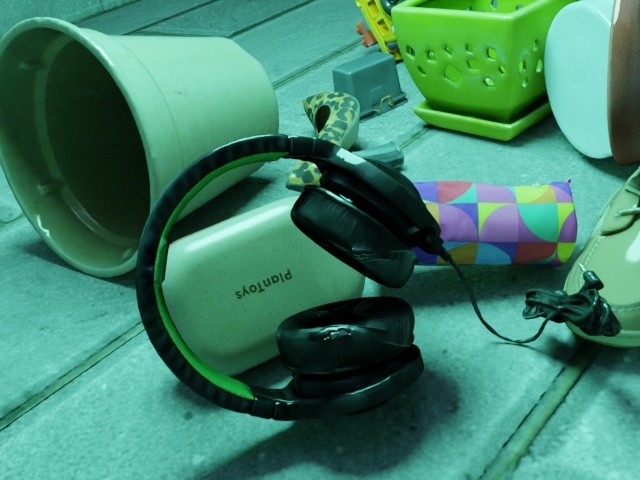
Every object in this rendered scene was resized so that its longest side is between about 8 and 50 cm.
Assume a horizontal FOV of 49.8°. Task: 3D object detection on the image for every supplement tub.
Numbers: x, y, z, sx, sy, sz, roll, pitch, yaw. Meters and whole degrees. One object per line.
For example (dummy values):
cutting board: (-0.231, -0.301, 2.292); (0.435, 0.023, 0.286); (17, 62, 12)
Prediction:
supplement tub: (0.497, -0.248, 0.911); (0.331, 0.241, 0.241); (-16, 31, -6)

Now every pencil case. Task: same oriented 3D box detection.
pencil case: (0.161, -0.020, 0.762); (0.236, 0.104, 0.104); (0, 32, 0)

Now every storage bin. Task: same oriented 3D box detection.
storage bin: (0.086, -0.279, 1.247); (0.135, 0.091, 0.098); (-28, 34, -23)

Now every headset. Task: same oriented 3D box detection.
headset: (0.043, 0.042, 0.597); (0.394, 0.243, 0.185); (7, 1, -14)

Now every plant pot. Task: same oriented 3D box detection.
plant pot: (0.274, -0.292, 1.091); (0.227, 0.207, 0.228); (-33, 36, -32)
plant pot: (-0.233, -0.158, 0.982); (0.333, 0.334, 0.305); (12, 27, 34)

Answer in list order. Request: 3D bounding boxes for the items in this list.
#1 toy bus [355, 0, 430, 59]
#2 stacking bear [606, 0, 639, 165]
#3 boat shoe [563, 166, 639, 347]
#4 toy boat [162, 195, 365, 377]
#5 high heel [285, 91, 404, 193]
toy bus: (0.172, -0.445, 1.432); (0.149, 0.220, 0.211); (-31, 3, -39)
stacking bear: (0.425, -0.147, 0.622); (0.289, 0.175, 0.164); (4, 68, 32)
boat shoe: (0.343, -0.021, 0.717); (0.121, 0.110, 0.341); (13, 39, 35)
toy boat: (-0.068, 0.046, 0.751); (0.231, 0.151, 0.151); (-23, 4, -18)
high heel: (-0.016, -0.160, 1.077); (0.186, 0.093, 0.261); (-19, 40, -24)
